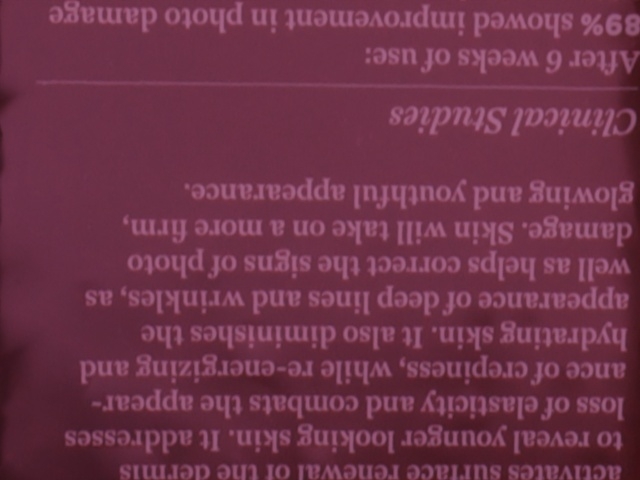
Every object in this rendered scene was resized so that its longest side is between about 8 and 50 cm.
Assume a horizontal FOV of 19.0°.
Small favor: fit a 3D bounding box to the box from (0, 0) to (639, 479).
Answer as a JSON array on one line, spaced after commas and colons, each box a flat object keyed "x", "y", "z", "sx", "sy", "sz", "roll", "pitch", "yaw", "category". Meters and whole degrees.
[{"x": 0.000, "y": 0.000, "z": 0.565, "sx": 0.191, "sy": 0.143, "sz": 0.381, "roll": 1, "pitch": 99, "yaw": -3, "category": "box"}]
